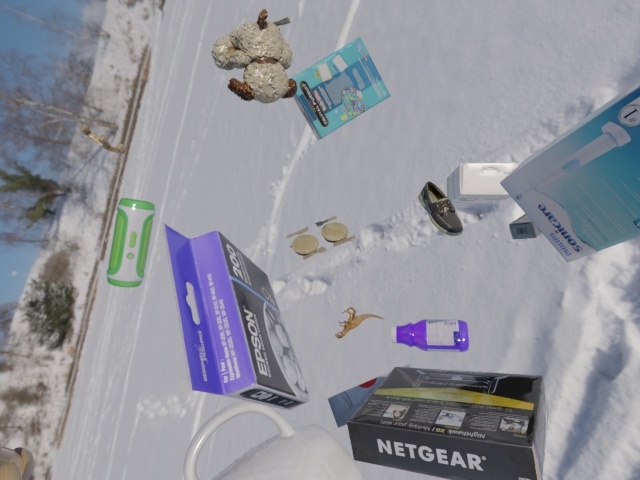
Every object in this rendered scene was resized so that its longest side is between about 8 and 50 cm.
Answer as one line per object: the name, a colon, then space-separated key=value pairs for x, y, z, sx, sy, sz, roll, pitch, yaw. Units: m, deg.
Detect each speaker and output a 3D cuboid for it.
speaker: x=-0.661 y=0.007 z=1.407 sx=0.131 sy=0.131 sz=0.297 roll=21 pitch=101 yaw=64

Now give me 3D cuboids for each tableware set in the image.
tableware set: x=0.000 y=0.000 z=1.291 sx=0.128 sy=0.194 sz=0.039 roll=51 pitch=156 yaw=41

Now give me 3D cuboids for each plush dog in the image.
plush dog: x=-0.169 y=-0.522 z=1.200 sx=0.210 sy=0.262 sz=0.226 roll=-10 pitch=92 yaw=64

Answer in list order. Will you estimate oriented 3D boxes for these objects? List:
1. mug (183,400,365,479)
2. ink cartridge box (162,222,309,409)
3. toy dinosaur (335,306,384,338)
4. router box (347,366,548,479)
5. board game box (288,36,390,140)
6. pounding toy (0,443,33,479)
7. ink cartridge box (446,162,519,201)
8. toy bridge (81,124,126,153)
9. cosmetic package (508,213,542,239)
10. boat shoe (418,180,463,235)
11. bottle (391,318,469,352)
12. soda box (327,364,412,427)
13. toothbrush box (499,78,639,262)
mug: x=-0.105 y=0.495 z=0.774 sx=0.374 sy=0.328 sz=0.276 roll=57 pitch=153 yaw=0
ink cartridge box: x=-0.098 y=0.093 z=0.493 sx=0.045 sy=0.208 sz=0.206 roll=-29 pitch=57 yaw=7
toy dinosaur: x=0.147 y=0.329 z=1.673 sx=0.211 sy=0.064 sz=0.112 roll=-32 pitch=81 yaw=6
router box: x=0.241 y=0.327 z=0.747 sx=0.308 sy=0.242 sz=0.081 roll=-8 pitch=94 yaw=33
board game box: x=0.071 y=-0.595 z=1.596 sx=0.336 sy=0.254 sz=0.079 roll=-33 pitch=12 yaw=-7
pounding toy: x=-0.606 y=0.418 z=0.667 sx=0.269 sy=0.155 sz=0.154 roll=-34 pitch=41 yaw=1
ink cartridge box: x=0.596 y=-0.208 z=1.509 sx=0.273 sy=0.198 sz=0.115 roll=5 pitch=-95 yaw=-82
toy bridge: x=-0.810 y=-0.368 z=1.518 sx=0.026 sy=0.188 sz=0.063 roll=-58 pitch=-10 yaw=-27
cosmetic package: x=0.510 y=-0.043 z=0.964 sx=0.060 sy=0.115 sz=0.041 roll=-8 pitch=105 yaw=55
boat shoe: x=0.393 y=-0.109 z=1.319 sx=0.074 sy=0.080 sz=0.224 roll=89 pitch=162 yaw=-46
bottle: x=0.412 y=0.360 z=1.528 sx=0.092 sy=0.282 sz=0.118 roll=67 pitch=-156 yaw=-52
soda box: x=0.174 y=0.494 z=1.283 sx=0.286 sy=0.091 sz=0.098 roll=-26 pitch=67 yaw=10
toothbrush box: x=0.523 y=-0.119 z=0.729 sx=0.216 sy=0.126 sz=0.295 roll=51 pitch=149 yaw=6
